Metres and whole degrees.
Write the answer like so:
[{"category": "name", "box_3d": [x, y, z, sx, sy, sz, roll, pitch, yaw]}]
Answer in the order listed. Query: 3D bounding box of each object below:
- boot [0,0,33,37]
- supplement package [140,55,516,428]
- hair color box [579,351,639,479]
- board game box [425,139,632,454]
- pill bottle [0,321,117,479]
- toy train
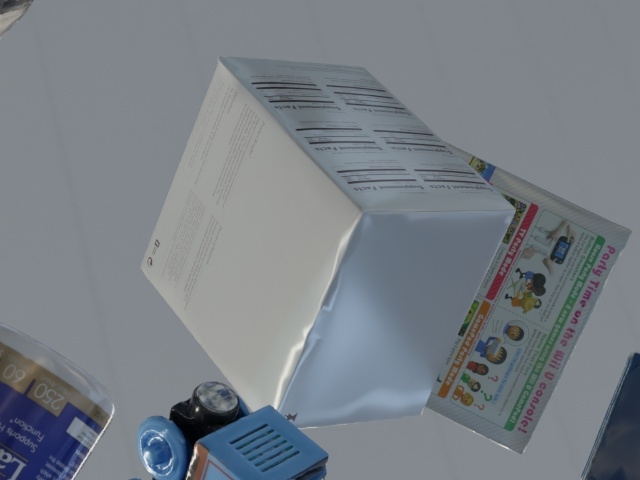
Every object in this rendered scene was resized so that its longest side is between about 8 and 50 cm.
[{"category": "boot", "box_3d": [-0.327, -0.231, 1.581, 0.091, 0.263, 0.229, 53, -151, 4]}, {"category": "supplement package", "box_3d": [0.000, 0.000, 1.291, 0.149, 0.194, 0.203, -1, -144, -39]}, {"category": "hair color box", "box_3d": [0.284, 0.197, 1.293, 0.174, 0.347, 0.105, 22, -103, 13]}, {"category": "board game box", "box_3d": [0.094, 0.026, 1.573, 0.303, 0.224, 0.097, 27, 178, 6]}, {"category": "pill bottle", "box_3d": [-0.310, 0.217, 1.561, 0.153, 0.153, 0.265, 36, -105, -19]}, {"category": "toy train", "box_3d": [-0.066, 0.172, 1.040, 0.105, 0.184, 0.080, 38, -143, 29]}]
